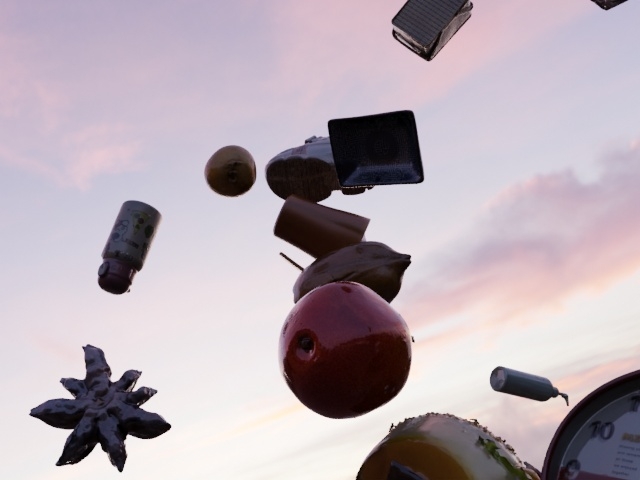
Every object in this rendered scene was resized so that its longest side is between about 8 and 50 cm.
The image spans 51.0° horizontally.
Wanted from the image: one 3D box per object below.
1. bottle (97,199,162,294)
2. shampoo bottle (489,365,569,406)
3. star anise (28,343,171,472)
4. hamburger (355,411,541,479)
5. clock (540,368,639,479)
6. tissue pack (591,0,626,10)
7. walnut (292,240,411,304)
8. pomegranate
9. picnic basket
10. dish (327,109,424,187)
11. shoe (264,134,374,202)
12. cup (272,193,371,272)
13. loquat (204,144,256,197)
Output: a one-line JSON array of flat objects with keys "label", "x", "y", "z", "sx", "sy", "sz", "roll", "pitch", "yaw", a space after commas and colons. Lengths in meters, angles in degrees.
[{"label": "bottle", "x": -0.519, "y": 0.024, "z": 1.804, "sx": 0.120, "sy": 0.253, "sz": 0.120, "roll": 11, "pitch": -28, "yaw": 6}, {"label": "shampoo bottle", "x": 0.449, "y": 0.311, "z": 1.423, "sx": 0.195, "sy": 0.056, "sz": 0.056, "roll": 17, "pitch": -41, "yaw": -24}, {"label": "star anise", "x": -0.372, "y": 0.285, "z": 1.134, "sx": 0.229, "sy": 0.236, "sz": 0.093, "roll": -5, "pitch": -38, "yaw": -14}, {"label": "hamburger", "x": 0.193, "y": 0.411, "z": 1.037, "sx": 0.179, "sy": 0.294, "sz": 0.276, "roll": 2, "pitch": -77, "yaw": -51}, {"label": "clock", "x": 0.397, "y": 0.280, "z": 0.743, "sx": 0.318, "sy": 0.318, "sz": 0.080, "roll": -31, "pitch": -60, "yaw": 20}, {"label": "tissue pack", "x": 0.380, "y": -0.369, "z": 0.801, "sx": 0.051, "sy": 0.156, "sz": 0.112, "roll": 20, "pitch": -16, "yaw": -25}, {"label": "walnut", "x": 0.083, "y": 0.109, "z": 1.683, "sx": 0.336, "sy": 0.209, "sz": 0.209, "roll": -27, "pitch": -25, "yaw": 22}, {"label": "pomegranate", "x": 0.052, "y": 0.181, "z": 1.100, "sx": 0.256, "sy": 0.221, "sz": 0.221, "roll": 2, "pitch": -34, "yaw": -43}, {"label": "picnic basket", "x": 0.244, "y": -0.491, "z": 1.476, "sx": 0.164, "sy": 0.115, "sz": 0.079, "roll": -50, "pitch": -17, "yaw": 1}, {"label": "dish", "x": 0.149, "y": -0.232, "z": 1.673, "sx": 0.243, "sy": 0.182, "sz": 0.080, "roll": 0, "pitch": 21, "yaw": 34}, {"label": "shoe", "x": -0.004, "y": -0.231, "z": 2.066, "sx": 0.350, "sy": 0.198, "sz": 0.172, "roll": -2, "pitch": -51, "yaw": -13}, {"label": "cup", "x": 0.000, "y": 0.000, "z": 1.870, "sx": 0.264, "sy": 0.226, "sz": 0.182, "roll": 24, "pitch": -16, "yaw": 3}, {"label": "loquat", "x": -0.227, "y": -0.177, "z": 1.722, "sx": 0.141, "sy": 0.141, "sz": 0.141, "roll": -17, "pitch": -26, "yaw": -9}]
